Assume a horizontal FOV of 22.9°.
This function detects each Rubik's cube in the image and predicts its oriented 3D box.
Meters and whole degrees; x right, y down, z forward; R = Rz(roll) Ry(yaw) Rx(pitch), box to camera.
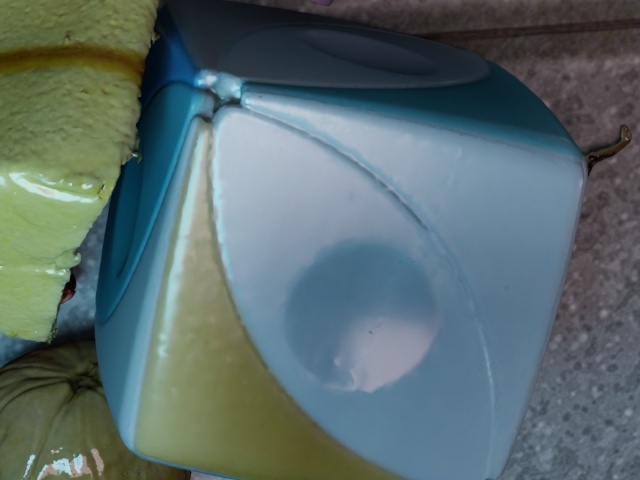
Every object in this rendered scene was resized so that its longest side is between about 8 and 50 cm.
[{"bbox_3d":[0.000,0.000,1.391,0.352,0.351,0.347,11,108,-13],"label":"Rubik's cube"}]

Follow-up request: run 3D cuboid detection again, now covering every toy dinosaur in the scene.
[{"bbox_3d":[0.239,-0.058,1.589,0.180,0.037,0.058,-44,108,6],"label":"toy dinosaur"}]

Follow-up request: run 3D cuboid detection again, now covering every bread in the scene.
[{"bbox_3d":[-0.206,-0.072,1.331,0.198,0.263,0.236,-1,142,13],"label":"bread"}]

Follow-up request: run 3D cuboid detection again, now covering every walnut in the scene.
[{"bbox_3d":[-0.233,0.208,1.509,0.228,0.228,0.228,-4,112,-10],"label":"walnut"}]

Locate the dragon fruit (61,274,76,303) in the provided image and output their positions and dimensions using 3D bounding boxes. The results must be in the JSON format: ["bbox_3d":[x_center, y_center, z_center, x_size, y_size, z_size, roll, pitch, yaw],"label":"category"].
[{"bbox_3d":[-0.368,0.028,1.446,0.211,0.134,0.262,-40,114,11],"label":"dragon fruit"}]

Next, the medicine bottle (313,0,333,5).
[{"bbox_3d":[0.018,-0.343,1.368,0.152,0.152,0.255,26,105,-20],"label":"medicine bottle"}]
